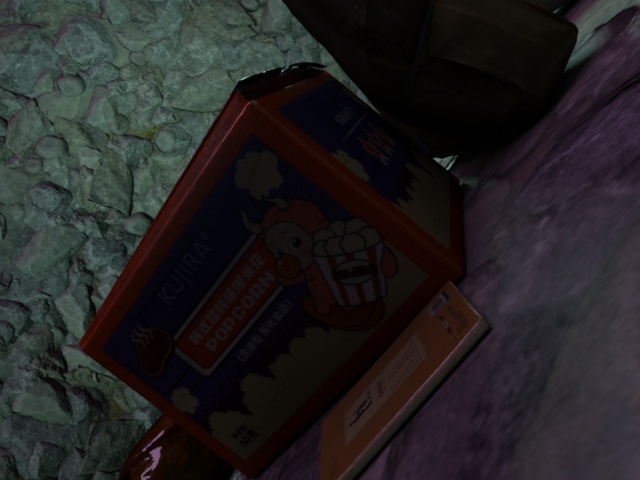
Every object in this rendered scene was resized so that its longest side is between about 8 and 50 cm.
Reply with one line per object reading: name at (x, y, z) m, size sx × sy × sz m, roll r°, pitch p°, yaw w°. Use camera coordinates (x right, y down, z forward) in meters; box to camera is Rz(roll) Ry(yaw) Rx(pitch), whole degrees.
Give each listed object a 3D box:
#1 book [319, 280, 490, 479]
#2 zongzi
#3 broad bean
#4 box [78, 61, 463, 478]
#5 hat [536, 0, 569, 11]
book at (0.056, 0.109, 0.439) m, size 0.172 × 0.012 × 0.118 m, roll -50°, pitch 4°, yaw 8°
zongzi at (0.088, -0.250, 0.790) m, size 0.356 × 0.392 × 0.174 m, roll 124°, pitch 165°, yaw -85°
broad bean at (-0.196, 0.306, 0.768) m, size 0.156 × 0.122 × 0.228 m, roll -44°, pitch 4°, yaw 44°
box at (-0.040, 0.013, 0.684) m, size 0.349 × 0.256 × 0.319 m, roll -50°, pitch 3°, yaw 25°
hat at (0.381, -0.435, 1.034) m, size 0.257 × 0.168 × 0.302 m, roll -20°, pitch -48°, yaw -52°
